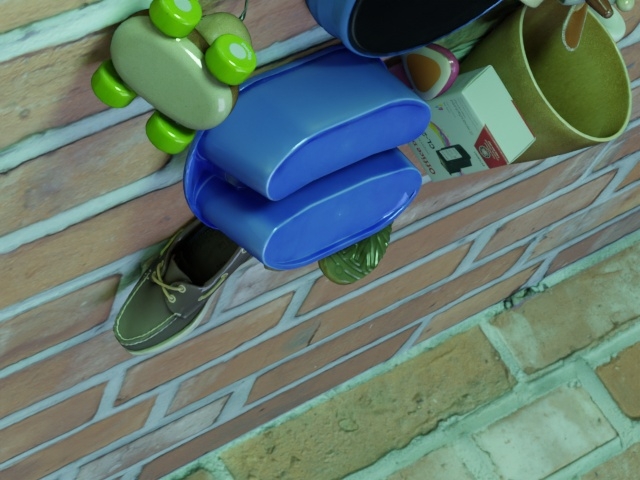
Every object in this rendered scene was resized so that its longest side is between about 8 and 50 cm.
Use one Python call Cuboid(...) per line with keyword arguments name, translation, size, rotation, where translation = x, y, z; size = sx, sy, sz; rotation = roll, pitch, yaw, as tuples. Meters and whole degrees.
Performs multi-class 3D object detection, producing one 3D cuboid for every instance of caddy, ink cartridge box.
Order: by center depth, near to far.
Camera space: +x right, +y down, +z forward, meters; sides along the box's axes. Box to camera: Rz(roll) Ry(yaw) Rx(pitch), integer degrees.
Cuboid(name="caddy", translation=(-0.019, -0.117, 2.049), size=(0.341, 0.179, 0.241), rotation=(-24, 139, -31))
Cuboid(name="ink cartridge box", translation=(0.199, -0.162, 2.226), size=(0.072, 0.127, 0.175), rotation=(-43, -164, -30))

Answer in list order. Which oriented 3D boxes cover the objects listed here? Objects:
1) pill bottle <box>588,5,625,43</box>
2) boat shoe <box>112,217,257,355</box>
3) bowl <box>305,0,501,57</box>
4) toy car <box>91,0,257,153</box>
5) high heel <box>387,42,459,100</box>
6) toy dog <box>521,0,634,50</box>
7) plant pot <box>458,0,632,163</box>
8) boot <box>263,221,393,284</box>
Cuboid(name="pill bottle", translation=(0.401, -0.302, 2.457), size=(0.086, 0.086, 0.152), rotation=(-18, 157, -41))
Cuboid(name="boat shoe", translation=(-0.187, 0.042, 2.280), size=(0.324, 0.116, 0.097), rotation=(-41, 158, 9))
Cuboid(name="bowl", translation=(0.163, -0.361, 1.871), size=(0.391, 0.077, 0.391), rotation=(-31, 163, -10))
Cuboid(name="toy car", translation=(-0.133, -0.215, 1.711), size=(0.155, 0.149, 0.188), rotation=(-43, -170, 39))
Cuboid(name="high heel", translation=(0.163, -0.234, 2.116), size=(0.117, 0.082, 0.244), rotation=(-20, 179, -18))
Cuboid(name="toy dog", translation=(0.385, -0.355, 2.151), size=(0.333, 0.161, 0.220), rotation=(-16, 156, -45))
Cuboid(name="plant pot", translation=(0.286, -0.208, 2.321), size=(0.237, 0.237, 0.254), rotation=(-15, 171, -47))
Cuboid(name="boot", translation=(0.000, 0.000, 2.284), size=(0.269, 0.089, 0.236), rotation=(-26, -154, 51))
